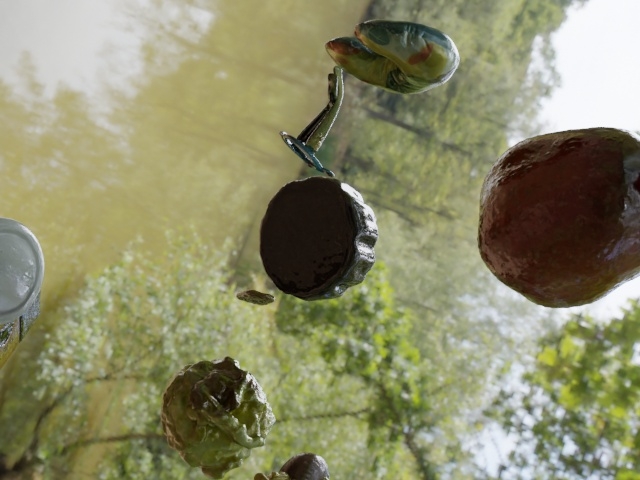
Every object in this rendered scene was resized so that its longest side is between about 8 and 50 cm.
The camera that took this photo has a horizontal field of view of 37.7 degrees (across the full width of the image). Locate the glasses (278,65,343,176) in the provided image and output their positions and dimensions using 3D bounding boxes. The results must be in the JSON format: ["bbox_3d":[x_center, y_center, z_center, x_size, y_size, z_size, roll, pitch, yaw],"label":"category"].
[{"bbox_3d":[-0.017,-0.228,1.728,0.239,0.102,0.206,-136,-125,-82],"label":"glasses"}]

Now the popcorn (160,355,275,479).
[{"bbox_3d":[-0.235,0.405,2.183,0.293,0.293,0.237,-69,178,-67],"label":"popcorn"}]

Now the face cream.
[{"bbox_3d":[-0.653,0.052,1.763,0.201,0.187,0.201,-11,103,-56],"label":"face cream"}]

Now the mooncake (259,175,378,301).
[{"bbox_3d":[0.000,0.000,2.091,0.141,0.283,0.283,13,100,-54],"label":"mooncake"}]

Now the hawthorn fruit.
[{"bbox_3d":[0.421,-0.047,1.456,0.369,0.285,0.284,-19,-138,50],"label":"hawthorn fruit"}]

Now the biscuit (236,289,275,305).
[{"bbox_3d":[-0.144,0.126,2.070,0.147,0.071,0.018,153,-48,-70],"label":"biscuit"}]

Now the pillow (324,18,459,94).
[{"bbox_3d":[0.123,-0.317,1.607,0.233,0.214,0.086,0,-106,64],"label":"pillow"}]

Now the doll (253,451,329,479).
[{"bbox_3d":[-0.056,0.454,1.669,0.188,0.096,0.145,-15,123,-45],"label":"doll"}]

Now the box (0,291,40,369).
[{"bbox_3d":[-0.835,0.216,2.326,0.415,0.116,0.264,-67,175,-49],"label":"box"}]
